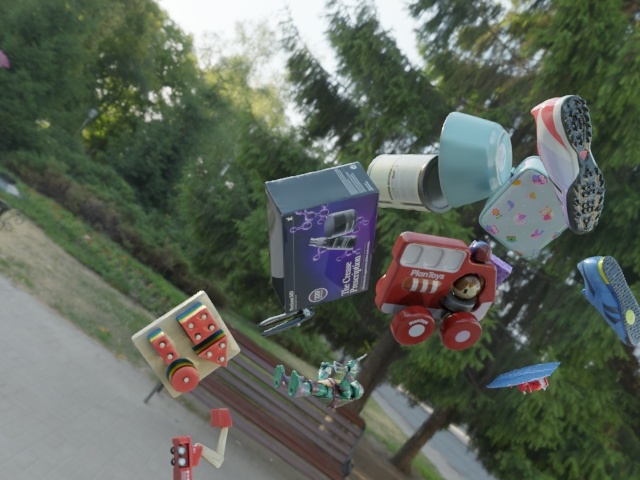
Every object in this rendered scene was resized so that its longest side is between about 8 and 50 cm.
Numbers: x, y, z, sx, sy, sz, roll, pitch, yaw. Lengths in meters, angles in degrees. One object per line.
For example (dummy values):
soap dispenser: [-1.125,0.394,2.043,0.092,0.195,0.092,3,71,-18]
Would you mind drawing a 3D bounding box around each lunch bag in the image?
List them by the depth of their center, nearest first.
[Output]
lunch bag: [0.610,-0.102,1.662,0.224,0.108,0.279,40,-47,6]

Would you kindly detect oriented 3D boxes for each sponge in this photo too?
sponge: [0.393,0.105,1.497,0.117,0.031,0.210,36,-46,7]

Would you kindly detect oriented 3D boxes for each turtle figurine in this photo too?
turtle figurine: [0.022,0.319,1.290,0.234,0.118,0.175,8,-22,-31]

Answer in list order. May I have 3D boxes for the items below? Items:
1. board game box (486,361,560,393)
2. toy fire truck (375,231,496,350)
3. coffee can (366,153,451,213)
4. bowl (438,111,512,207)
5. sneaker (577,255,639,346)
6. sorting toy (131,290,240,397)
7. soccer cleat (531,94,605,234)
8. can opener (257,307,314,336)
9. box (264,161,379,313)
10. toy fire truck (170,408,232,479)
board game box: [0.425,0.293,1.185,0.169,0.133,0.033,-4,74,-57]
toy fire truck: [0.284,0.106,1.342,0.303,0.253,0.169,8,34,-18]
coffee can: [0.326,-0.207,2.039,0.202,0.201,0.275,39,-17,-36]
bowl: [0.505,-0.257,1.821,0.163,0.311,0.311,4,-22,33]
sneaker: [0.627,0.133,1.246,0.082,0.069,0.209,-24,-89,58]
sorting toy: [-0.402,0.336,1.783,0.089,0.257,0.255,25,-35,58]
soccer cleat: [0.566,-0.171,1.321,0.116,0.109,0.317,11,-61,65]
can opener: [-0.093,0.222,1.589,0.073,0.186,0.059,-39,-101,48]
box: [0.000,0.000,1.078,0.261,0.185,0.103,91,-20,-44]
toy fire truck: [-0.266,0.483,1.290,0.135,0.191,0.047,5,-18,-35]
